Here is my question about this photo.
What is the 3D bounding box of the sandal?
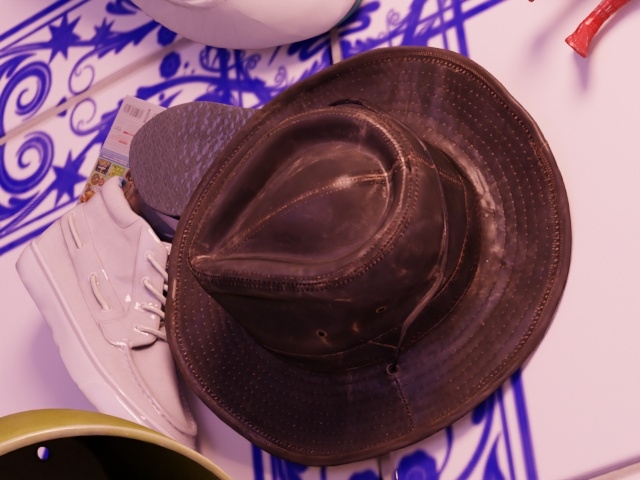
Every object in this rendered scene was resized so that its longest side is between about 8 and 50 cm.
[{"bbox_3d":[-0.039,-0.064,1.432,0.254,0.054,0.097,-5,75,28],"label":"sandal"}]

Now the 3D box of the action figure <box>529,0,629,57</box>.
[{"bbox_3d":[0.245,-0.246,1.208,0.091,0.139,0.280,46,103,6],"label":"action figure"}]

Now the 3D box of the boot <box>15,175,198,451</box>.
[{"bbox_3d":[-0.141,0.056,1.431,0.123,0.095,0.258,-44,55,8],"label":"boot"}]

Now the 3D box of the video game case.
[{"bbox_3d":[-0.161,-0.059,1.553,0.087,0.011,0.122,22,86,43],"label":"video game case"}]

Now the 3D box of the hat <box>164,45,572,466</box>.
[{"bbox_3d":[0.000,0.000,1.281,0.331,0.134,0.331,-7,75,29],"label":"hat"}]

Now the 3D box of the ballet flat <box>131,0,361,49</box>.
[{"bbox_3d":[-0.136,-0.256,1.536,0.400,0.139,0.139,24,88,43],"label":"ballet flat"}]

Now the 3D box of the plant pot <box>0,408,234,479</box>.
[{"bbox_3d":[-0.191,0.226,1.274,0.275,0.274,0.293,-62,19,0],"label":"plant pot"}]
